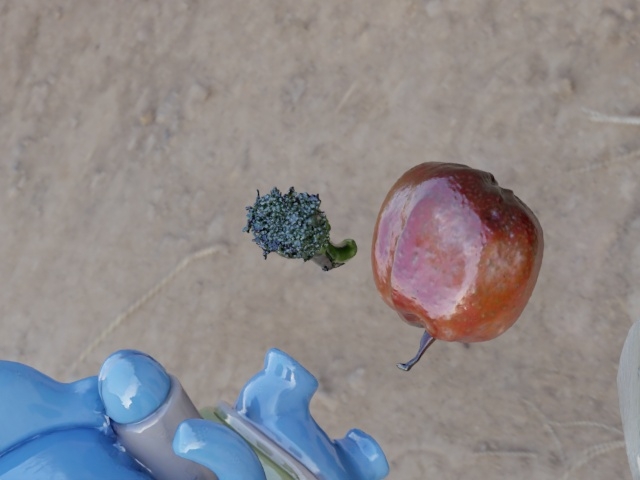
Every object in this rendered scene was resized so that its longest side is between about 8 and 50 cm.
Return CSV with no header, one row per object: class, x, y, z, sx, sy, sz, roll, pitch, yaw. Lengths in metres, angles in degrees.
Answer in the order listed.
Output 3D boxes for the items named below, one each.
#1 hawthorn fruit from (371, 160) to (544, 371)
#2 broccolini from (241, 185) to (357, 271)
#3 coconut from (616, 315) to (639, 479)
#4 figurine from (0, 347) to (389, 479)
hawthorn fruit,0.115,0.029,1.000,0.157,0.157,0.194,20,89,56
broccolini,0.000,0.000,0.795,0.051,0.239,0.054,37,92,15
coconut,0.352,0.128,0.859,0.266,0.237,0.237,-41,29,-20
figurine,-0.094,0.129,0.512,0.262,0.180,0.154,-30,53,-19
